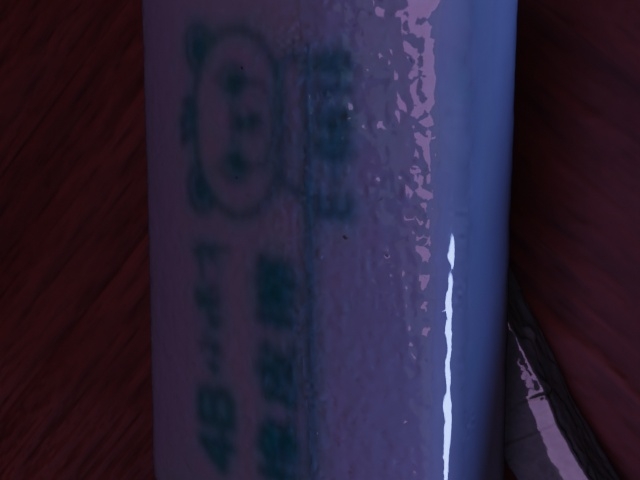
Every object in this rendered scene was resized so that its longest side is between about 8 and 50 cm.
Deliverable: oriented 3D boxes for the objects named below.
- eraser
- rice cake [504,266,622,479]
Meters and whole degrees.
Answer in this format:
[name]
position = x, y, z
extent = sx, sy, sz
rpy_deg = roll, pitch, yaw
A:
[eraser]
position = 0.000, 0.000, 0.554
extent = 0.189, 0.104, 0.290
rpy_deg = 10, 105, 43
[rice cake]
position = 0.083, 0.039, 0.585
extent = 0.045, 0.042, 0.245
rpy_deg = -32, 78, 31
